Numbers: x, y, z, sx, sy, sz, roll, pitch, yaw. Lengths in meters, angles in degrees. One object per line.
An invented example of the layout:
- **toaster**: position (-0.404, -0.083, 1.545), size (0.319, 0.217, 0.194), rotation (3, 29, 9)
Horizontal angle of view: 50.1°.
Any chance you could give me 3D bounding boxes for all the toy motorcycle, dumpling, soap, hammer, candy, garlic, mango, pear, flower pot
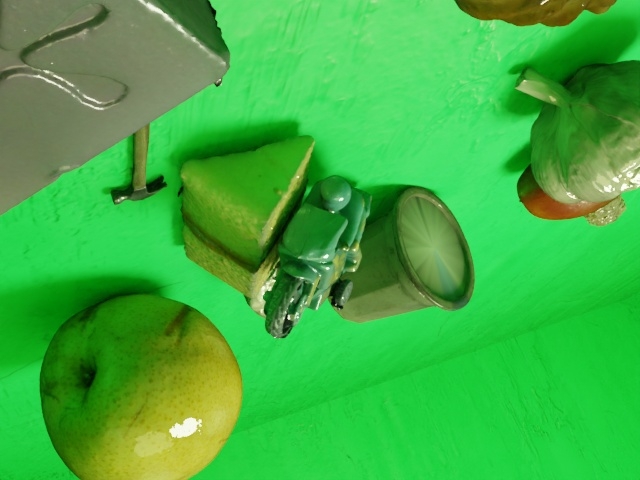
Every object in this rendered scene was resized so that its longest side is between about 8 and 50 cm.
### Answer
- **toy motorcycle**: position (0.001, -0.001, 0.909), size (0.296, 0.109, 0.198), rotation (-39, 149, -68)
- **dumpling**: position (-0.062, 0.057, 1.124), size (0.111, 0.181, 0.155), rotation (28, 101, -19)
- **soap**: position (-0.252, -0.135, 0.461), size (0.296, 0.107, 0.285), rotation (-28, 160, 16)
- **hammer**: position (-0.190, -0.095, 0.734), size (0.062, 0.017, 0.182), rotation (-13, 156, -24)
- **candy**: position (0.603, -0.081, 1.481), size (0.095, 0.085, 0.110), rotation (-35, 146, 9)
- **garlic**: position (0.352, -0.168, 0.917), size (0.212, 0.218, 0.218), rotation (33, 129, -24)
- **mango**: position (0.455, -0.138, 1.126), size (0.146, 0.129, 0.289), rotation (29, 119, -26)
- **pear**: position (-0.269, 0.226, 1.038), size (0.314, 0.314, 0.314), rotation (-19, 159, -8)
- **flower pot**: position (0.120, 0.038, 1.151), size (0.202, 0.212, 0.212), rotation (-23, 163, 40)

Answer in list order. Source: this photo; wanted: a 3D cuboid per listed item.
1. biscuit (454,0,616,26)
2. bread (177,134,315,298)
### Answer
- **biscuit**: position (0.246, -0.297, 0.577), size (0.325, 0.107, 0.326), rotation (-19, 162, -7)
- **bread**: position (-0.093, -0.024, 0.886), size (0.178, 0.142, 0.266), rotation (-3, 154, -8)
